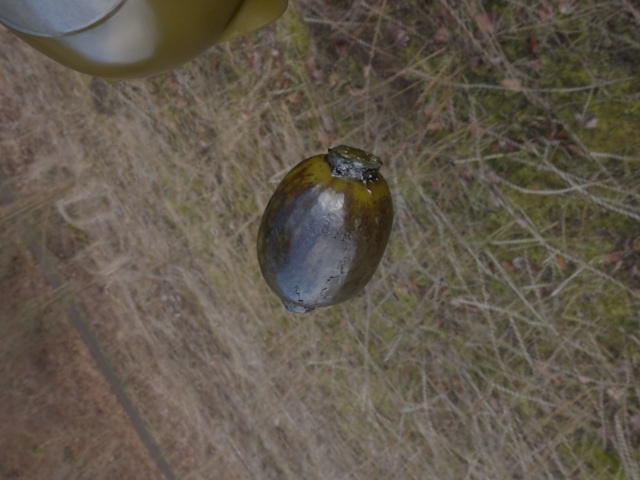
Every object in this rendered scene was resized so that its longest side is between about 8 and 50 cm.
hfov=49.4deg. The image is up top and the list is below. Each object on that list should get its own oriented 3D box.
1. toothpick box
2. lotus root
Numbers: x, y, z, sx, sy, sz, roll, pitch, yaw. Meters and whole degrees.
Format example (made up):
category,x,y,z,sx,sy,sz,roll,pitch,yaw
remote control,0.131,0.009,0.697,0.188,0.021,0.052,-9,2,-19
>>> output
category,x,y,z,sx,sy,sz,roll,pitch,yaw
toothpick box,-0.281,-0.433,0.925,0.409,0.409,0.425,35,167,45
lotus root,0.000,0.000,0.659,0.120,0.120,0.209,47,135,25
